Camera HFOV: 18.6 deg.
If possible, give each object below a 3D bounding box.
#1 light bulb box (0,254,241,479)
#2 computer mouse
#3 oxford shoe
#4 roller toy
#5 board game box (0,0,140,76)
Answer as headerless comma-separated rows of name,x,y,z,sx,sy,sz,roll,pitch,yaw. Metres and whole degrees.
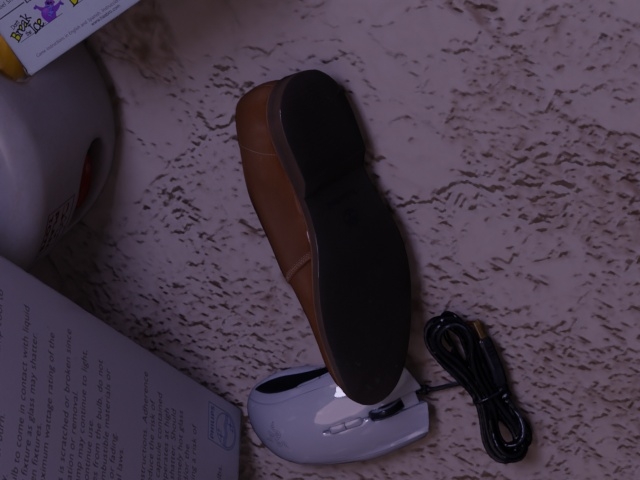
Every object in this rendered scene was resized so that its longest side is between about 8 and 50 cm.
light bulb box,-0.292,0.174,1.222,0.358,0.225,0.361,-14,149,26
computer mouse,0.033,0.112,1.269,0.193,0.042,0.106,-16,109,27
oxford shoe,0.000,0.000,1.215,0.076,0.076,0.212,-6,102,50
roller toy,-0.237,-0.060,1.230,0.209,0.146,0.191,-15,109,26
board game box,-0.169,-0.260,1.108,0.144,0.142,0.275,-29,102,30
